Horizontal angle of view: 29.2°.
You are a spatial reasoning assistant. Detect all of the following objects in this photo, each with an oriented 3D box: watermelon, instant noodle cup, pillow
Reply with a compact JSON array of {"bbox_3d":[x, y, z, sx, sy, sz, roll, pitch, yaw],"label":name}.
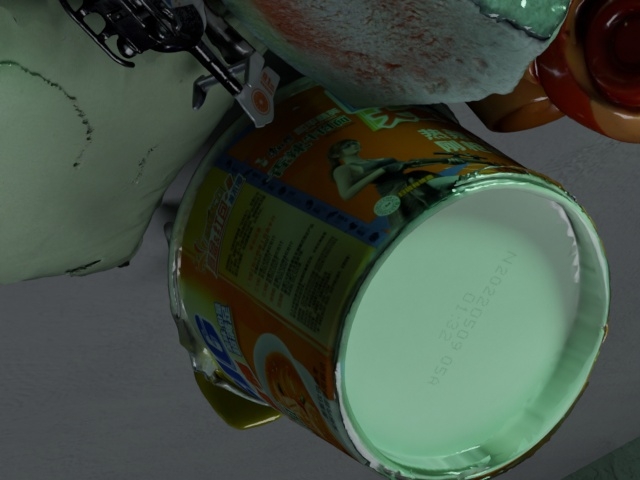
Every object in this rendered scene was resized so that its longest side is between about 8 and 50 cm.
[{"bbox_3d":[0.048,-0.157,0.722,0.320,0.213,0.289,-16,149,-27],"label":"watermelon"},{"bbox_3d":[0.060,0.032,0.898,0.296,0.214,0.296,-10,111,-27],"label":"instant noodle cup"},{"bbox_3d":[-0.200,-0.064,0.830,0.312,0.119,0.310,-9,152,-42],"label":"pillow"}]

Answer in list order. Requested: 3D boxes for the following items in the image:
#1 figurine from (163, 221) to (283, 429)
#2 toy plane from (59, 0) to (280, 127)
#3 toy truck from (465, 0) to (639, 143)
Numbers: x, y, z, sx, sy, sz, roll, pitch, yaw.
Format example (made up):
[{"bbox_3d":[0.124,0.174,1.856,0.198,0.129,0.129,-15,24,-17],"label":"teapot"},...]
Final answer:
[{"bbox_3d":[0.000,0.000,1.073,0.284,0.204,0.338,-4,147,5],"label":"figurine"},{"bbox_3d":[-0.088,-0.135,0.732,0.053,0.078,0.197,-19,131,35],"label":"toy plane"},{"bbox_3d":[0.201,-0.192,0.871,0.189,0.239,0.264,2,106,-49],"label":"toy truck"}]
